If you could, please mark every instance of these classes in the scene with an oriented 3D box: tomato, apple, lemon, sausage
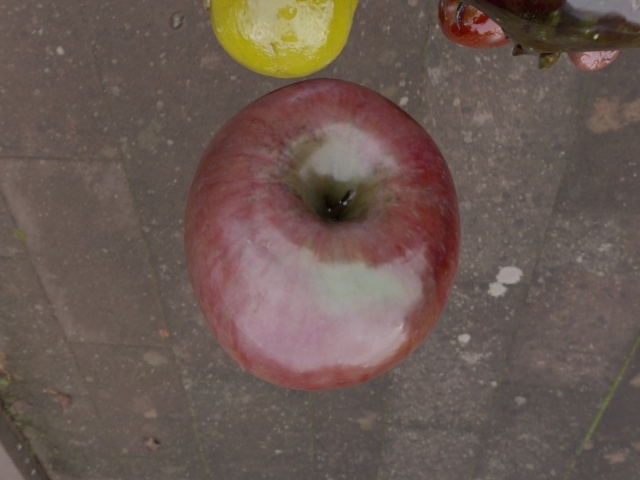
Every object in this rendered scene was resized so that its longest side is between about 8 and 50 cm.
[{"bbox_3d":[0.275,-0.388,0.933,0.167,0.167,0.167,4,130,4],"label":"tomato"},{"bbox_3d":[0.000,0.000,0.666,0.344,0.345,0.269,11,157,-2],"label":"apple"},{"bbox_3d":[-0.088,-0.532,1.276,0.347,0.348,0.348,4,130,4],"label":"lemon"},{"bbox_3d":[0.350,-0.275,0.748,0.062,0.154,0.062,5,130,6],"label":"sausage"}]

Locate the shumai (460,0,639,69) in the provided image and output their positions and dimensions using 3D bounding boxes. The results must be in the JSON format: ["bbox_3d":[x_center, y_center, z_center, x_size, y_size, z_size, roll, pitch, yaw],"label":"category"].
[{"bbox_3d":[0.289,-0.344,0.560,0.397,0.324,0.324,12,92,-10],"label":"shumai"}]
